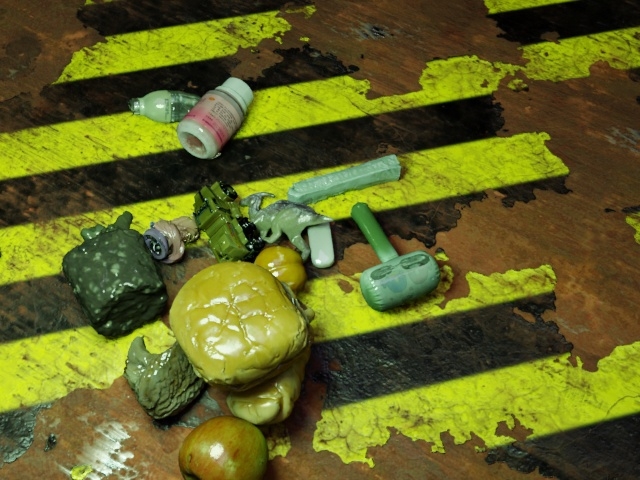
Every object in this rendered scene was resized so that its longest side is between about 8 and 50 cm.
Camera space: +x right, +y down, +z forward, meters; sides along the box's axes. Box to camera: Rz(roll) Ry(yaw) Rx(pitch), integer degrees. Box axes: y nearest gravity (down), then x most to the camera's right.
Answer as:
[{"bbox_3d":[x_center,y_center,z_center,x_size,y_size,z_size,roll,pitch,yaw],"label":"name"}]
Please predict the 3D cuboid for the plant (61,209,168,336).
[{"bbox_3d":[-0.520,0.062,1.863,0.215,0.213,0.312,-23,61,-12],"label":"plant"}]

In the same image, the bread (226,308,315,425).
[{"bbox_3d":[-0.114,0.296,1.756,0.172,0.121,0.311,-2,47,22],"label":"bread"}]

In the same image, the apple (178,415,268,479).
[{"bbox_3d":[-0.203,0.470,1.614,0.195,0.196,0.196,0,56,-1],"label":"apple"}]

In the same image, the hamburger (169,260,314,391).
[{"bbox_3d":[-0.178,0.178,1.667,0.318,0.158,0.319,-1,55,1],"label":"hamburger"}]

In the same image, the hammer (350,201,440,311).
[{"bbox_3d":[0.161,0.025,1.969,0.206,0.119,0.336,-18,52,-13],"label":"hammer"}]

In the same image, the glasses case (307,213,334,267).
[{"bbox_3d":[0.000,0.000,2.014,0.063,0.041,0.164,-7,56,-3],"label":"glasses case"}]

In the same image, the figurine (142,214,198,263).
[{"bbox_3d":[-0.382,-0.013,1.975,0.157,0.114,0.126,-35,79,-23],"label":"figurine"}]

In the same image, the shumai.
[{"bbox_3d":[-0.374,0.305,1.761,0.175,0.166,0.206,12,40,39],"label":"shumai"}]

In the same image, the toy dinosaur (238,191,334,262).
[{"bbox_3d":[-0.112,-0.050,2.016,0.294,0.077,0.162,22,66,19],"label":"toy dinosaur"}]

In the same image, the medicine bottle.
[{"bbox_3d":[-0.301,-0.361,2.190,0.147,0.147,0.247,25,60,15],"label":"medicine bottle"}]

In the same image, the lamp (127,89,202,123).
[{"bbox_3d":[-0.446,-0.401,2.244,0.250,0.101,0.101,-5,56,-19],"label":"lamp"}]

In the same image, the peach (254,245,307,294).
[{"bbox_3d":[-0.099,0.081,1.908,0.138,0.138,0.138,0,56,-1],"label":"peach"}]

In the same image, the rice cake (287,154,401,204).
[{"bbox_3d":[0.064,-0.166,2.111,0.336,0.066,0.063,-16,59,-10],"label":"rice cake"}]

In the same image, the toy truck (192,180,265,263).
[{"bbox_3d":[-0.261,-0.041,1.965,0.127,0.127,0.257,-43,53,19],"label":"toy truck"}]
